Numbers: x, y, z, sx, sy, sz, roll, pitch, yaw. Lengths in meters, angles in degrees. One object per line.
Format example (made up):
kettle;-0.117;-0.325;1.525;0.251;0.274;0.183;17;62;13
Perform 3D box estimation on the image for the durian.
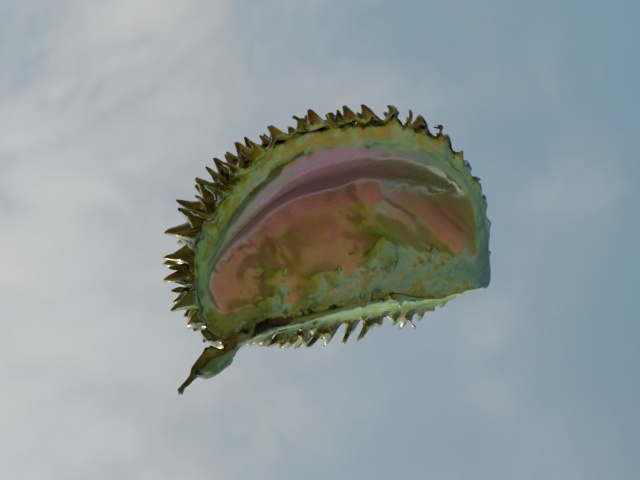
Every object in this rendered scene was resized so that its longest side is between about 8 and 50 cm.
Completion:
durian;-0.007;-0.004;0.790;0.221;0.137;0.095;-15;-172;-41
